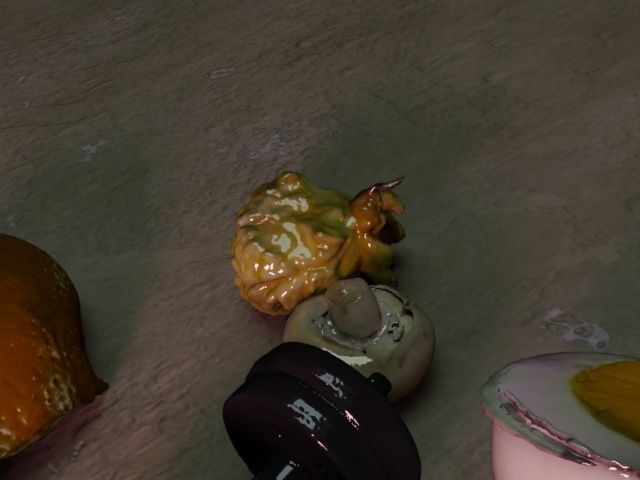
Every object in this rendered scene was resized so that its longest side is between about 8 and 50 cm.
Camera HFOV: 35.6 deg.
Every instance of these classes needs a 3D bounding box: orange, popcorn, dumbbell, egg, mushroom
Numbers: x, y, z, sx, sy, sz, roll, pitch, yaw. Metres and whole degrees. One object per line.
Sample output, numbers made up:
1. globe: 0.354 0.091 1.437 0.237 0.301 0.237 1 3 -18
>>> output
1. orange: -0.398 0.117 1.087 0.263 0.196 0.334 -24 45 6
2. popcorn: -0.003 0.005 1.123 0.195 0.173 0.168 4 27 11
3. dumbbell: -0.070 0.236 0.826 0.185 0.185 0.388 24 49 37
4. egg: 0.262 0.200 0.806 0.264 0.174 0.286 17 20 36
5. mushroom: 0.039 0.099 1.019 0.154 0.122 0.154 -6 31 4
